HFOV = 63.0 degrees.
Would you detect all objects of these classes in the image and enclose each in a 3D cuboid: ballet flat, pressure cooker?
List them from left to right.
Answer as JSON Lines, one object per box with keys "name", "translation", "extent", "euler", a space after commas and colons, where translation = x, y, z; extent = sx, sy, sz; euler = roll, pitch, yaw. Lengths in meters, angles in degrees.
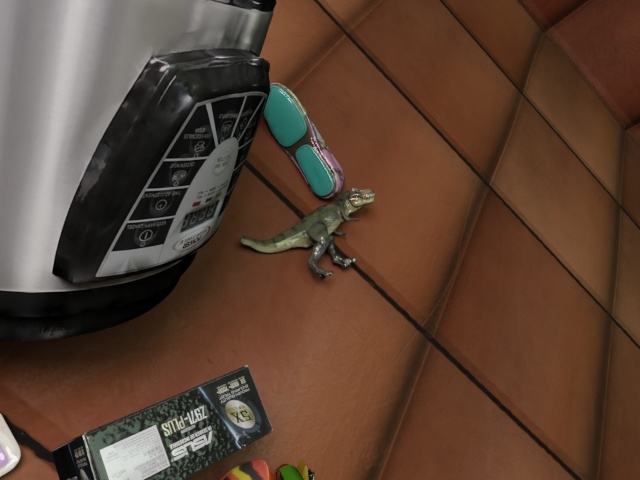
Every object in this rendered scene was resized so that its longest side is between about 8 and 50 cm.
{"name": "pressure cooker", "translation": [-0.263, -0.117, 0.489], "extent": [0.370, 0.420, 0.375], "euler": [11, 28, -27]}
{"name": "ballet flat", "translation": [-0.027, -0.177, 0.927], "extent": [0.221, 0.077, 0.079], "euler": [57, 29, -5]}

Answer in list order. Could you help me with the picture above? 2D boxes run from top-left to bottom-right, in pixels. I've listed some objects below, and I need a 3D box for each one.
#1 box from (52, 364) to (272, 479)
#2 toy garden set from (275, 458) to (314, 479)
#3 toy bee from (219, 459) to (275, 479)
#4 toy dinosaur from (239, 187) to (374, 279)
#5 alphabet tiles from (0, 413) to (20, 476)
{"name": "box", "translation": [-0.168, 0.213, 0.555], "extent": [0.180, 0.147, 0.077], "euler": [-14, 77, -42]}
{"name": "toy garden set", "translation": [0.007, 0.372, 0.585], "extent": [0.049, 0.204, 0.244], "euler": [-13, 83, -14]}
{"name": "toy bee", "translation": [-0.093, 0.371, 0.510], "extent": [0.162, 0.298, 0.195], "euler": [-19, 106, -7]}
{"name": "toy dinosaur", "translation": [0.000, 0.000, 0.859], "extent": [0.268, 0.064, 0.118], "euler": [-27, 84, -36]}
{"name": "alphabet tiles", "translation": [-0.428, 0.213, 0.441], "extent": [0.284, 0.021, 0.278], "euler": [-27, 86, -43]}
